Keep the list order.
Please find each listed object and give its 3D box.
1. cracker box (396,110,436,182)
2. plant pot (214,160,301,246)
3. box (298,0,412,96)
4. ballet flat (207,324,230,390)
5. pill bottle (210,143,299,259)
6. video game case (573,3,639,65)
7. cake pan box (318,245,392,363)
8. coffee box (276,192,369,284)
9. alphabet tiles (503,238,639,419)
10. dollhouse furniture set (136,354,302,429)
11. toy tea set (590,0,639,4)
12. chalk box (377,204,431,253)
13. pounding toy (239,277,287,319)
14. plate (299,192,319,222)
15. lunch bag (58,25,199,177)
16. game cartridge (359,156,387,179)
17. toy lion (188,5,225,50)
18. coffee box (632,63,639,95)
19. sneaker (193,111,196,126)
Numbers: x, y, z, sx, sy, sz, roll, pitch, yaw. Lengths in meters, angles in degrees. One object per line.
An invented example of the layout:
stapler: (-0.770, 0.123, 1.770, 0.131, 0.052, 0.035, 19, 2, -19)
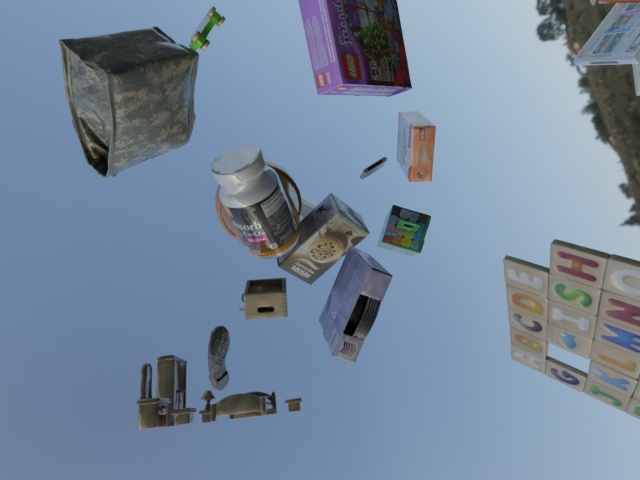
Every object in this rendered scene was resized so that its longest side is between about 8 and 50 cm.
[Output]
cracker box: (0.275, -0.281, 1.229, 0.232, 0.067, 0.155, -92, -1, -64)
plant pot: (-0.186, -0.092, 1.354, 0.291, 0.291, 0.203, 30, -166, -29)
box: (0.051, -0.386, 0.674, 0.201, 0.057, 0.293, -20, -80, -45)
ballet flat: (-0.323, 0.362, 1.296, 0.084, 0.058, 0.249, -34, -42, -47)
pill bottle: (-0.166, -0.096, 1.091, 0.162, 0.162, 0.278, -63, -35, -38)
video game case: (0.502, -0.353, 0.661, 0.019, 0.157, 0.143, 29, -163, -14)
cake pan box: (0.084, 0.159, 1.112, 0.070, 0.267, 0.245, 19, -83, -11)
coffee box: (0.000, 0.000, 1.472, 0.168, 0.297, 0.118, 32, -154, -35)
alphabet tiles: (0.264, 0.095, 0.369, 0.009, 0.198, 0.237, -48, -44, -21)
dollhouse furniture set: (-0.239, 0.374, 1.089, 0.356, 0.303, 0.173, -7, -112, -1)
toy tea set: (0.444, -0.506, 0.557, 0.200, 0.124, 0.336, -7, -60, -59)
chalk box: (0.374, -0.042, 1.879, 0.180, 0.289, 0.179, 17, -93, 5)
pounding toy: (-0.161, 0.168, 1.144, 0.141, 0.130, 0.100, -4, -75, -4)
plate: (-0.101, -0.072, 1.742, 0.277, 0.278, 0.045, -47, -41, -13)
lunch bag: (-0.414, -0.296, 0.935, 0.169, 0.287, 0.235, 35, -135, 14)
game cartridge: (0.151, -0.207, 1.206, 0.083, 0.056, 0.017, -33, -100, -13)
toy lion: (-0.243, -0.437, 0.870, 0.034, 0.096, 0.100, 35, -102, -36)
coffee box: (0.876, -0.421, 0.946, 0.141, 0.247, 0.098, -35, -68, -31)
sneaker: (-0.598, -0.436, 1.349, 0.323, 0.130, 0.236, 23, -166, 16)
